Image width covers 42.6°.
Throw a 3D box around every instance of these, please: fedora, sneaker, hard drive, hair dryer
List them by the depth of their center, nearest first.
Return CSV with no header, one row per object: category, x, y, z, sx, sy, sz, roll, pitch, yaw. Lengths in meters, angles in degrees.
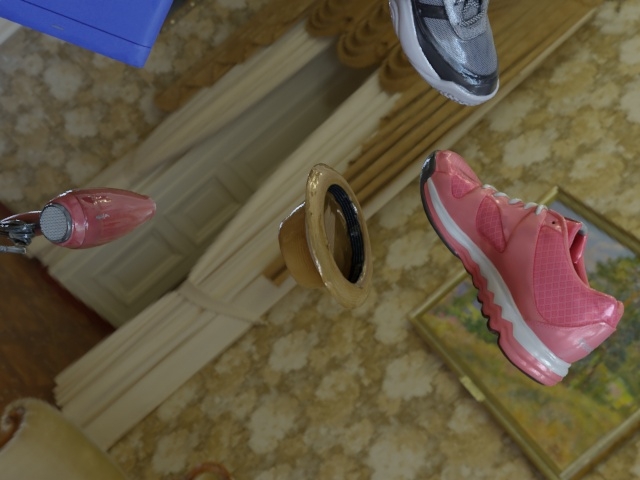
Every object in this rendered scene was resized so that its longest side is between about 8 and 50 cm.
sneaker,0.135,-0.264,0.772,0.153,0.101,0.268,-10,-73,55
hard drive,-0.227,-0.352,0.857,0.210,0.318,0.040,17,36,-25
sneaker,0.225,0.002,0.914,0.116,0.136,0.313,25,33,-49
fedora,0.000,0.000,1.034,0.194,0.079,0.194,47,35,-48
hair dryer,-0.361,-0.036,1.095,0.224,0.294,0.080,-157,-115,-62
